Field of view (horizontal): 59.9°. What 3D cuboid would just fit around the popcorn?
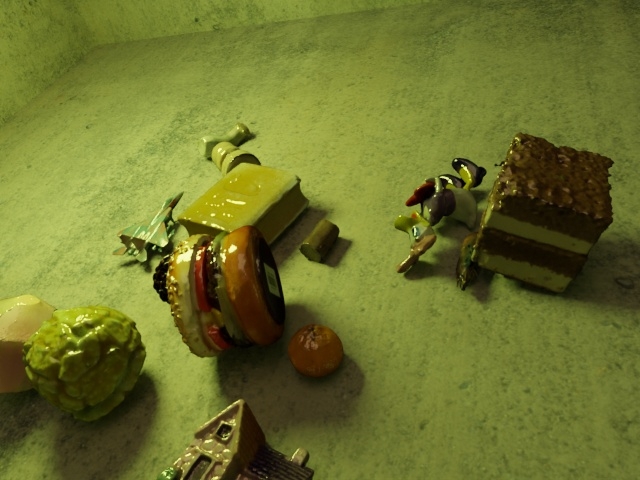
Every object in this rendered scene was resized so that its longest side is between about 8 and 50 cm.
[{"bbox_3d":[-0.582,0.293,1.401,0.282,0.282,0.247,-35,31,-20],"label":"popcorn"}]

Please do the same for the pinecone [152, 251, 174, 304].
[{"bbox_3d":[-0.413,0.104,1.640,0.163,0.163,0.165,-26,23,-10],"label":"pinecone"}]

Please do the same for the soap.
[{"bbox_3d":[-0.248,-0.092,1.803,0.293,0.156,0.335,16,49,38],"label":"soap"}]

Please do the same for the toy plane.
[{"bbox_3d":[-0.559,-0.053,1.903,0.222,0.104,0.326,10,43,27],"label":"toy plane"}]

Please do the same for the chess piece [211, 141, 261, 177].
[{"bbox_3d":[-0.328,-0.296,2.083,0.142,0.143,0.261,-28,35,-13],"label":"chess piece"}]

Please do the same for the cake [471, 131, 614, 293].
[{"bbox_3d":[0.545,-0.064,1.372,0.282,0.290,0.256,19,49,16],"label":"cake"}]

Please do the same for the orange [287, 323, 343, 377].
[{"bbox_3d":[-0.014,0.264,1.346,0.135,0.118,0.136,-15,40,13],"label":"orange"}]

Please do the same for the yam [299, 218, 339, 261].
[{"bbox_3d":[0.001,-0.001,1.670,0.084,0.084,0.127,13,52,30],"label":"yam"}]

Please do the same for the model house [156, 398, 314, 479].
[{"bbox_3d":[-0.155,0.466,1.101,0.237,0.202,0.237,13,49,30],"label":"model house"}]

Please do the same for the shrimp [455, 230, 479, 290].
[{"bbox_3d":[0.433,0.055,1.479,0.143,0.052,0.251,14,49,25],"label":"shrimp"}]

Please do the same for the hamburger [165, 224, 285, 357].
[{"bbox_3d":[-0.238,0.130,1.419,0.250,0.330,0.330,-15,40,4],"label":"hamburger"}]

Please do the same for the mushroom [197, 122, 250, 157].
[{"bbox_3d":[-0.386,-0.406,2.250,0.223,0.092,0.081,-27,24,-23],"label":"mushroom"}]

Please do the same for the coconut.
[{"bbox_3d":[-0.820,0.262,1.511,0.233,0.233,0.245,33,105,42],"label":"coconut"}]

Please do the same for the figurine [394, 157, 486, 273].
[{"bbox_3d":[0.340,-0.078,1.596,0.421,0.154,0.193,-36,78,-32],"label":"figurine"}]
